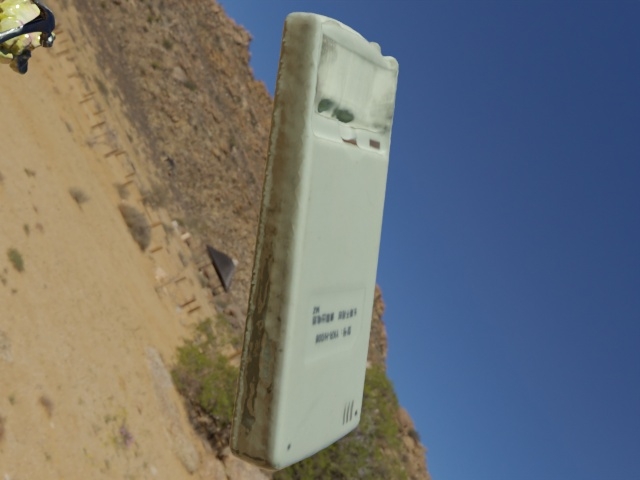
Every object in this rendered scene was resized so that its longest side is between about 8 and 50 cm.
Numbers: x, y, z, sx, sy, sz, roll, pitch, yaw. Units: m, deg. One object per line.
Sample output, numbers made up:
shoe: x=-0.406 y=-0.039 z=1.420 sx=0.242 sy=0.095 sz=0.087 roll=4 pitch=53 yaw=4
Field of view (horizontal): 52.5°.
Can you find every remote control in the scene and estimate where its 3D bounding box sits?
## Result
remote control: x=0.000 y=0.000 z=0.434 sx=0.038 sy=0.123 sz=0.285 roll=8 pitch=-84 yaw=31

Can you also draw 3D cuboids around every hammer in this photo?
hammer: x=-0.419 y=-0.250 z=0.814 sx=0.021 sy=0.201 sz=0.078 roll=40 pitch=-40 yaw=10

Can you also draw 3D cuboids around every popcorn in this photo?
popcorn: x=-0.459 y=-0.312 z=0.976 sx=0.089 sy=0.097 sz=0.109 roll=19 pitch=74 yaw=-54
